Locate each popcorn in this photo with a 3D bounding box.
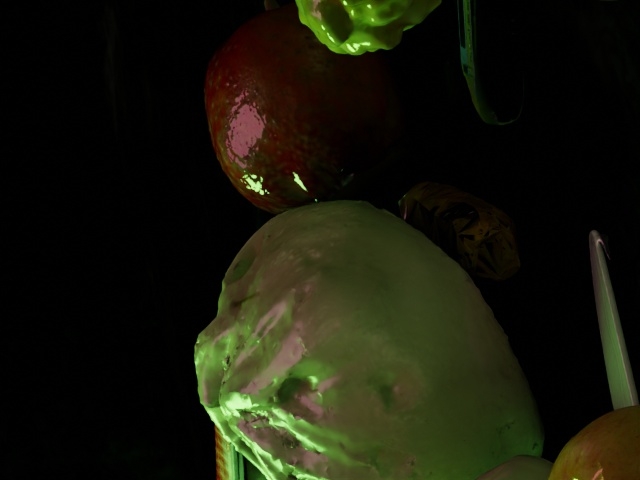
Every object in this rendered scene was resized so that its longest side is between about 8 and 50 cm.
[{"bbox_3d":[0.008,-0.283,1.597,0.286,0.174,0.225,53,174,33],"label":"popcorn"}]

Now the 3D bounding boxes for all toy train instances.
[{"bbox_3d":[0.132,-0.198,1.445,0.042,0.044,0.209,-132,35,-67],"label":"toy train"}]

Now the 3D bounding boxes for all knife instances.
[{"bbox_3d":[0.231,0.153,1.296,0.081,0.043,0.335,93,171,-65],"label":"knife"}]

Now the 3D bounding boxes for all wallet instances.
[{"bbox_3d":[-0.098,0.238,1.955,0.196,0.020,0.103,89,166,-45],"label":"wallet"}]

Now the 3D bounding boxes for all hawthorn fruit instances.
[{"bbox_3d":[-0.016,-0.143,1.803,0.215,0.215,0.249,112,150,-66],"label":"hawthorn fruit"}]

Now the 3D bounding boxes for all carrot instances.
[{"bbox_3d":[0.120,-0.010,1.586,0.229,0.069,0.069,-139,42,-73],"label":"carrot"}]

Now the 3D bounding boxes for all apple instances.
[{"bbox_3d":[0.208,0.178,1.165,0.146,0.146,0.146,171,90,-78],"label":"apple"}]

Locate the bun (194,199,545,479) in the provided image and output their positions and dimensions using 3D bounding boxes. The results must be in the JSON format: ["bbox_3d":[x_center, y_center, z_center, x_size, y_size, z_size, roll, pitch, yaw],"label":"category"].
[{"bbox_3d":[0.033,0.133,1.566,0.326,0.234,0.362,51,164,-5],"label":"bun"}]

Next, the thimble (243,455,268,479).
[{"bbox_3d":[0.013,0.166,1.881,0.291,0.195,0.291,170,90,-78],"label":"thimble"}]

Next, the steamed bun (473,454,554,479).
[{"bbox_3d":[0.160,0.256,1.394,0.170,0.152,0.238,36,153,13],"label":"steamed bun"}]
